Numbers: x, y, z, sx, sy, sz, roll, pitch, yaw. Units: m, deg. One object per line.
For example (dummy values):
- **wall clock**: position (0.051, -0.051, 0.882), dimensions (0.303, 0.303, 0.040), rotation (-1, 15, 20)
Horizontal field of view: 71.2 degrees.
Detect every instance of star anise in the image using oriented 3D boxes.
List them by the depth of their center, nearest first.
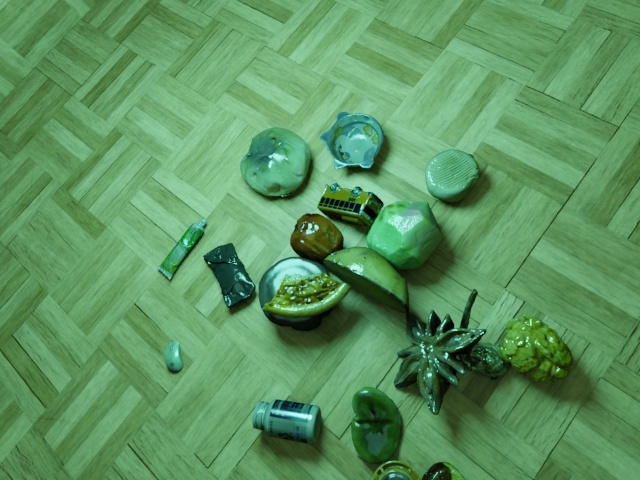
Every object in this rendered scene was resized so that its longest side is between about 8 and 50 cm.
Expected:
- **star anise**: position (0.337, 0.310, 1.272), dimensions (0.292, 0.109, 0.350), rotation (-6, 66, 43)

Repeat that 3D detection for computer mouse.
- **computer mouse**: position (-0.502, 0.391, 1.520), dimensions (0.055, 0.032, 0.110), rotation (-18, 68, 6)

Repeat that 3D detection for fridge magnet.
- **fridge magnet**: position (0.209, 0.685, 1.230), dimensions (0.142, 0.063, 0.143), rotation (-4, 68, 9)

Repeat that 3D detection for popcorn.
- **popcorn**: position (0.588, 0.299, 1.227), dimensions (0.163, 0.140, 0.194), rotation (-21, 70, -23)

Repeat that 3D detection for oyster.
- **oyster**: position (0.463, 0.340, 1.297), dimensions (0.165, 0.053, 0.109), rotation (8, 70, 18)

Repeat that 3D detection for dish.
- **dish**: position (0.116, -0.343, 1.606), dimensions (0.227, 0.086, 0.237), rotation (-4, 70, 13)

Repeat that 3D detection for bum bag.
- **bum bag**: position (-0.320, 0.113, 1.561), dimensions (0.123, 0.060, 0.248), rotation (-36, 66, 0)

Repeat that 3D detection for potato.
- **potato**: position (0.159, 0.104, 1.362), dimensions (0.299, 0.239, 0.116), rotation (29, 72, 26)

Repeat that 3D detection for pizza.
- **pizza**: position (-0.042, 0.163, 1.348), dimensions (0.270, 0.056, 0.135), rotation (-3, 77, 1)

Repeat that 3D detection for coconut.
- **coconut**: position (0.269, -0.027, 1.397), dimensions (0.204, 0.236, 0.236), rotation (36, 81, -6)

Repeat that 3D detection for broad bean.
- **broad bean**: position (0.159, 0.532, 1.302), dimensions (0.153, 0.072, 0.207), rotation (-14, 80, 11)

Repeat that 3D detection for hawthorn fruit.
- **hawthorn fruit**: position (-0.012, -0.008, 1.477), dimensions (0.178, 0.173, 0.174), rotation (12, 74, 18)

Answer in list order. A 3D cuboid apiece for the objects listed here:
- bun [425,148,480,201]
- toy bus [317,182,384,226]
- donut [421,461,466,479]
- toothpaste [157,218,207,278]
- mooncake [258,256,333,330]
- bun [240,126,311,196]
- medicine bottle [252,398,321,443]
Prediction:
- **bun**: position (0.431, -0.207, 1.469), dimensions (0.173, 0.113, 0.167), rotation (1, 78, 12)
- **toy bus**: position (0.097, -0.116, 1.492), dimensions (0.200, 0.098, 0.114), rotation (16, 77, 39)
- **donut**: position (0.334, 0.671, 1.192), dimensions (0.140, 0.059, 0.141), rotation (1, 76, -5)
- **toothpaste**: position (-0.502, 0.024, 1.646), dimensions (0.078, 0.047, 0.248), rotation (34, 83, 24)
- **mooncake**: position (-0.074, 0.173, 1.441), dimensions (0.244, 0.133, 0.245), rotation (-4, 69, 10)
- **bun**: position (-0.163, -0.293, 1.614), dimensions (0.272, 0.168, 0.273), rotation (-8, 63, 16)
- **medicine bottle**: position (-0.100, 0.535, 1.333), dimensions (0.191, 0.107, 0.107), rotation (3, 72, 14)
